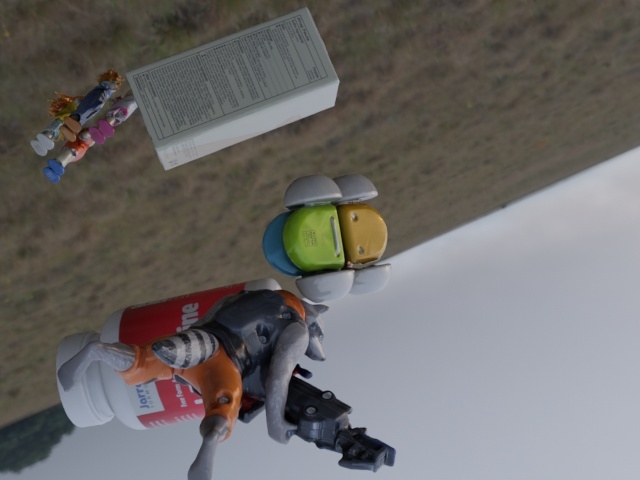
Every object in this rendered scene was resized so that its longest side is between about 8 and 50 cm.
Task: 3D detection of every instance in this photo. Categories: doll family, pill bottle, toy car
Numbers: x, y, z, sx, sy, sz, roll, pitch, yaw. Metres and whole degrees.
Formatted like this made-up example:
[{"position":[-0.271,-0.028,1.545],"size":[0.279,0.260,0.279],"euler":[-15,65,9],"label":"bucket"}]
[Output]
[{"position":[-0.417,-0.229,1.543],"size":[0.263,0.118,0.163],"euler":[-26,-155,39],"label":"doll family"},{"position":[-0.256,0.217,1.592],"size":[0.408,0.228,0.229],"euler":[-13,178,4],"label":"pill bottle"},{"position":[0.000,0.000,1.138],"size":[0.136,0.159,0.182],"euler":[-12,177,40],"label":"toy car"}]

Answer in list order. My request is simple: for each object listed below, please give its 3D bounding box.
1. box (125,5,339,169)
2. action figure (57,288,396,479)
[{"position":[-0.139,-0.245,1.410],"size":[0.311,0.147,0.121],"euler":[-20,170,-7],"label":"box"},{"position":[-0.072,0.150,0.998],"size":[0.341,0.178,0.330],"euler":[20,-156,22],"label":"action figure"}]
